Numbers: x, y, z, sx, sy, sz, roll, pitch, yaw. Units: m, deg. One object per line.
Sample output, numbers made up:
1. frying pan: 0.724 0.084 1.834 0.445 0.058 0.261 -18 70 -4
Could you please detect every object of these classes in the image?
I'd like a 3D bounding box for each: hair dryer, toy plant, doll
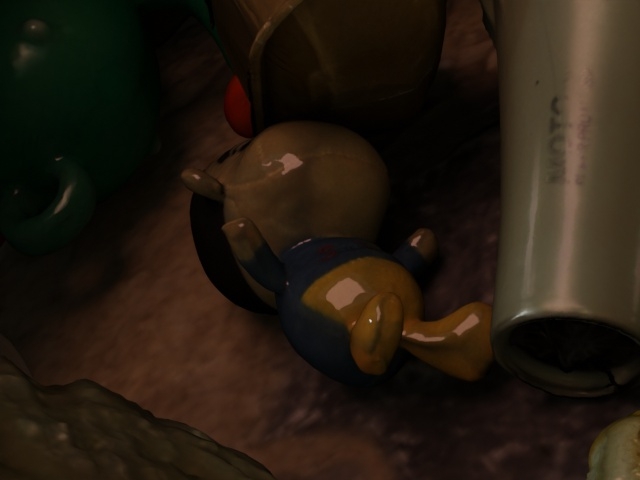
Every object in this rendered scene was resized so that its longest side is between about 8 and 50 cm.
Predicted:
1. hair dryer: 0.167 -0.065 0.460 0.298 0.119 0.296 19 66 33
2. toy plant: -0.140 -0.153 0.718 0.280 0.185 0.400 2 49 -1
3. doll: 0.000 0.000 0.507 0.179 0.102 0.088 29 106 50

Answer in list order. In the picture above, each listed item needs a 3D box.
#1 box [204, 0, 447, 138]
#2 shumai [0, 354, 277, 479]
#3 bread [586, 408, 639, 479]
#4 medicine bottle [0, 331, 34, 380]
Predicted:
1. box: 0.006 -0.095 0.549 0.111 0.177 0.111 0 76 -1
2. shumai: -0.109 0.192 0.315 0.263 0.304 0.309 -65 17 15
3. bread: 0.100 0.088 0.367 0.049 0.033 0.088 -3 48 15
4. medicine bottle: -0.188 0.090 0.545 0.130 0.080 0.080 -26 36 10
